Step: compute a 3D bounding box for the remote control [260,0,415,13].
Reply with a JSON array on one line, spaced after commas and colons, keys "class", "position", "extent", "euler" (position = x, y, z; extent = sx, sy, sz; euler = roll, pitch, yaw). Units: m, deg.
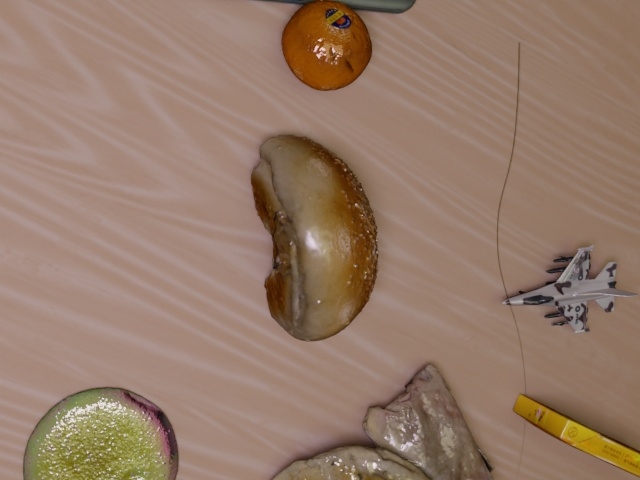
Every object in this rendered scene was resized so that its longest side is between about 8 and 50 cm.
[{"class": "remote control", "position": [-0.011, -0.417, 1.234], "extent": [0.335, 0.065, 0.128], "euler": [0, 97, -17]}]

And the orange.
[{"class": "orange", "position": [0.007, -0.284, 1.224], "extent": [0.135, 0.117, 0.136], "euler": [15, 46, -15]}]

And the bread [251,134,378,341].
[{"class": "bread", "position": [0.001, -0.003, 1.205], "extent": [0.171, 0.192, 0.314], "euler": [-11, 98, -15]}]

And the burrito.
[{"class": "burrito", "position": [0.197, 0.383, 1.352], "extent": [0.175, 0.107, 0.348], "euler": [-23, 99, -1]}]

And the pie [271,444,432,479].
[{"class": "pie", "position": [0.058, 0.473, 1.286], "extent": [0.339, 0.077, 0.339], "euler": [1, 101, 3]}]

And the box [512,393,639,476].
[{"class": "box", "position": [0.473, 0.346, 1.407], "extent": [0.269, 0.152, 0.043], "euler": [26, 87, -17]}]

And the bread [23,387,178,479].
[{"class": "bread", "position": [-0.319, 0.330, 1.216], "extent": [0.228, 0.033, 0.229], "euler": [-1, 94, -19]}]

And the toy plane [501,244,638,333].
[{"class": "toy plane", "position": [0.414, 0.088, 1.413], "extent": [0.234, 0.082, 0.160], "euler": [-3, 106, -3]}]
